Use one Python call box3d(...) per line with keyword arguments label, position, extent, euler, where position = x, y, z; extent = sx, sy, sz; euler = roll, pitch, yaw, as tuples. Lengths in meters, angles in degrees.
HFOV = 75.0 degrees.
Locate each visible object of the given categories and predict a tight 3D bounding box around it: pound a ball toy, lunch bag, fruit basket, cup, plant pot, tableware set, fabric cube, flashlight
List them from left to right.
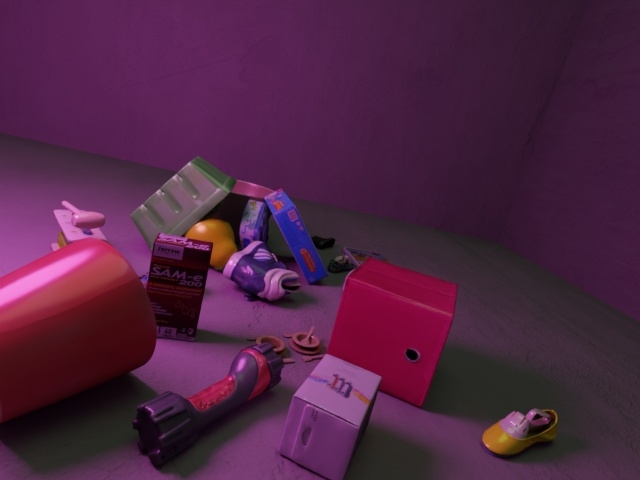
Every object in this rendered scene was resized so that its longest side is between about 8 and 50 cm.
box3d(label="plant pot", position=(-0.470, 0.158, 0.718), extent=(0.275, 0.275, 0.243), euler=(22, 27, 26))
box3d(label="pound a ball toy", position=(-0.691, -0.023, 1.233), extent=(0.136, 0.208, 0.319), euler=(0, 19, -41))
box3d(label="fruit basket", position=(-0.432, -0.065, 1.505), extent=(0.392, 0.392, 0.283), euler=(12, 16, -10))
box3d(label="flashlight", position=(-0.196, 0.281, 0.784), extent=(0.103, 0.103, 0.304), euler=(24, 17, 29))
box3d(label="cup", position=(-0.368, -0.124, 1.850), extent=(0.331, 0.237, 0.331), euler=(13, 15, -4))
box3d(label="lunch bag", position=(-0.257, -0.033, 1.617), extent=(0.090, 0.219, 0.176), euler=(11, 52, 1))
box3d(label="tableware set", position=(-0.081, 0.263, 1.080), extent=(0.194, 0.039, 0.128), euler=(4, 18, -35))
box3d(label="fabric cube", position=(0.189, 0.217, 1.084), extent=(0.258, 0.254, 0.259), euler=(19, 16, 16))

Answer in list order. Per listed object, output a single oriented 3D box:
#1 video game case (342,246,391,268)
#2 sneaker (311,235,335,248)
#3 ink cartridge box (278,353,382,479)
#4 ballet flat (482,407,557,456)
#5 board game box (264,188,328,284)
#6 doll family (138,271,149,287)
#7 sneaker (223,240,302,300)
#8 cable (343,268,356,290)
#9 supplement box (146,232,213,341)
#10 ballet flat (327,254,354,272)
box3d(label="video game case", position=(0.240, 0.102, 2.002), extent=(0.204, 0.025, 0.285), euler=(9, 16, -16))
box3d(label="sneaker", position=(-0.001, 0.002, 2.089), extent=(0.089, 0.051, 0.170), euler=(27, 22, 25))
box3d(label="ink cartridge box", position=(0.023, 0.324, 0.781), extent=(0.127, 0.128, 0.176), euler=(19, 17, 17))
box3d(label="ballet flat", position=(0.454, 0.419, 0.936), extent=(0.231, 0.077, 0.077), euler=(5, 18, -30))
box3d(label="board game box", position=(-0.101, -0.024, 1.633), extent=(0.086, 0.308, 0.302), euler=(-27, 22, -5))
box3d(label="doll family", position=(-0.456, 0.107, 1.243), extent=(0.193, 0.076, 0.111), euler=(11, 20, 0))
box3d(label="sneaker", position=(-0.168, 0.114, 1.422), extent=(0.236, 0.130, 0.323), euler=(26, 12, 6))
box3d(label="cable", position=(0.209, 0.187, 1.510), extent=(0.257, 0.089, 0.257), euler=(12, 16, 5))
box3d(label="supplement box", position=(-0.342, 0.113, 0.994), extent=(0.130, 0.239, 0.073), euler=(10, 15, -14))
box3d(label="ballet flat", position=(0.099, 0.096, 1.817), extent=(0.070, 0.070, 0.188), euler=(22, 16, 26))
